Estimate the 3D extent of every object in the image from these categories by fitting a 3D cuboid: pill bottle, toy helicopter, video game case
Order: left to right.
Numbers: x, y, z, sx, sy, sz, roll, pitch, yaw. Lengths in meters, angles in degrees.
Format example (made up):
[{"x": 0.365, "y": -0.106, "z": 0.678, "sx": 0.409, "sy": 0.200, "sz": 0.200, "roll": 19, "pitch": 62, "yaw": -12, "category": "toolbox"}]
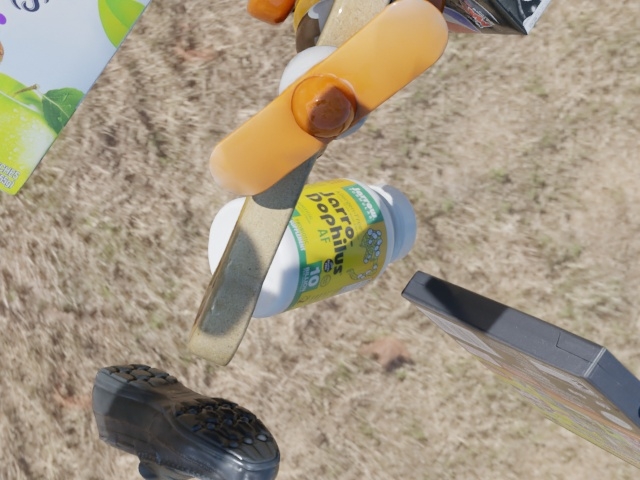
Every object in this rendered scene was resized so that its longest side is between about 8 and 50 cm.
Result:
[{"x": -0.015, "y": -0.067, "z": 0.694, "sx": 0.140, "sy": 0.235, "sz": 0.355, "roll": 21, "pitch": 97, "yaw": -11, "category": "toy helicopter"}, {"x": 0.000, "y": 0.000, "z": 0.967, "sx": 0.208, "sy": 0.117, "sz": 0.118, "roll": -14, "pitch": 105, "yaw": -44, "category": "pill bottle"}, {"x": 0.228, "y": 0.135, "z": 0.874, "sx": 0.248, "sy": 0.275, "sz": 0.035, "roll": 40, "pitch": 82, "yaw": -26, "category": "video game case"}]

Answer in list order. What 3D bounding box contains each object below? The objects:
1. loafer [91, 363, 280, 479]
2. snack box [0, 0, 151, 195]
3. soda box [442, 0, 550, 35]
[{"x": -0.113, "y": 0.163, "z": 0.778, "sx": 0.076, "sy": 0.223, "sz": 0.078, "roll": -1, "pitch": 100, "yaw": -43, "category": "loafer"}, {"x": -0.126, "y": -0.090, "z": 0.280, "sx": 0.141, "sy": 0.037, "sz": 0.100, "roll": 31, "pitch": 99, "yaw": -33, "category": "snack box"}, {"x": 0.123, "y": -0.213, "z": 0.809, "sx": 0.053, "sy": 0.169, "sz": 0.060, "roll": 37, "pitch": 85, "yaw": -28, "category": "soda box"}]
